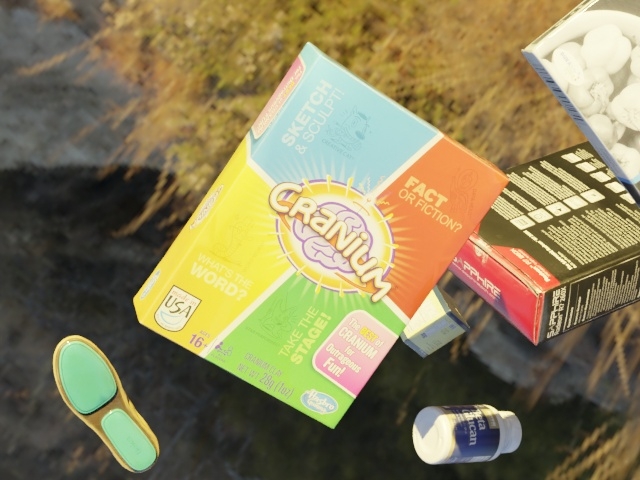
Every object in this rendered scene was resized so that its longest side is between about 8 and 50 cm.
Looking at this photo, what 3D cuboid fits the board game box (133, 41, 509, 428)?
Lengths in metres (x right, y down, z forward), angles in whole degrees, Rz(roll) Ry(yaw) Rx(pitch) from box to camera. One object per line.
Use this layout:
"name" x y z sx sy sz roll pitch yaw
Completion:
"board game box" 0.000 0.000 1.368 0.242 0.316 0.064 31 -170 -20

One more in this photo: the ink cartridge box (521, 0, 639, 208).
"ink cartridge box" 0.297 -0.131 1.051 0.206 0.208 0.045 50 -179 -13

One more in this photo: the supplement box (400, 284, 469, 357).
"supplement box" 0.159 0.117 2.008 0.083 0.083 0.056 40 -161 -54

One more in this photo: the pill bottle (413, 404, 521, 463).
"pill bottle" 0.245 0.318 2.253 0.169 0.094 0.094 2 169 -32

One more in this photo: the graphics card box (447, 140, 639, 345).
"graphics card box" 0.342 -0.020 1.725 0.233 0.371 0.094 42 143 43

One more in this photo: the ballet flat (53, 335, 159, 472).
"ballet flat" -0.302 0.221 1.880 0.232 0.080 0.073 63 169 -23
